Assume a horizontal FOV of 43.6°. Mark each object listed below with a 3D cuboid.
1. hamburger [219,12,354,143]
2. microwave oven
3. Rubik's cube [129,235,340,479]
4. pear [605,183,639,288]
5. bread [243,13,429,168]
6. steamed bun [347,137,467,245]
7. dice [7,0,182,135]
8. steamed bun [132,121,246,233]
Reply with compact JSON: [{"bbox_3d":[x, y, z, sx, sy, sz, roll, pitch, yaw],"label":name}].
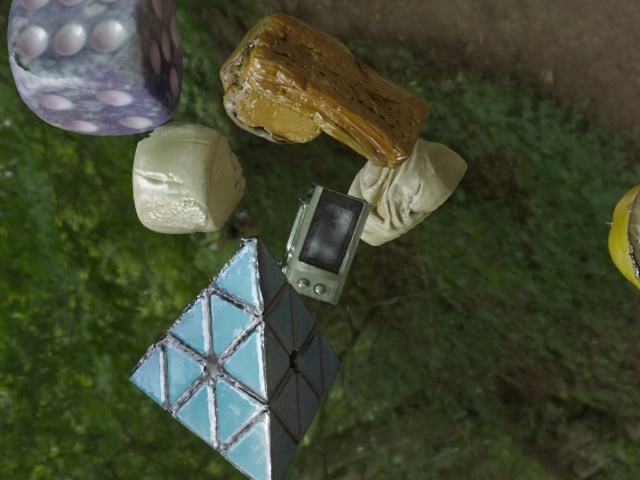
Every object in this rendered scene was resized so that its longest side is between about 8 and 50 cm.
[{"bbox_3d":[-0.076,-0.358,1.831,0.319,0.318,0.158,75,-172,-51],"label":"hamburger"},{"bbox_3d":[0.000,0.000,1.547,0.163,0.129,0.205,-138,67,-81],"label":"microwave oven"},{"bbox_3d":[-0.097,0.165,1.068,0.233,0.228,0.229,42,162,-2],"label":"Rubik's cube"},{"bbox_3d":[0.669,-0.003,1.625,0.178,0.266,0.267,169,91,-70],"label":"pear"},{"bbox_3d":[0.025,-0.216,1.155,0.077,0.270,0.139,-49,15,56],"label":"bread"},{"bbox_3d":[0.191,-0.144,2.031,0.203,0.289,0.276,48,-131,-8],"label":"steamed bun"},{"bbox_3d":[-0.433,-0.375,1.573,0.271,0.270,0.270,65,-157,-74],"label":"dice"},{"bbox_3d":[-0.372,-0.172,2.150,0.274,0.290,0.272,-78,-28,-47],"label":"steamed bun"}]
